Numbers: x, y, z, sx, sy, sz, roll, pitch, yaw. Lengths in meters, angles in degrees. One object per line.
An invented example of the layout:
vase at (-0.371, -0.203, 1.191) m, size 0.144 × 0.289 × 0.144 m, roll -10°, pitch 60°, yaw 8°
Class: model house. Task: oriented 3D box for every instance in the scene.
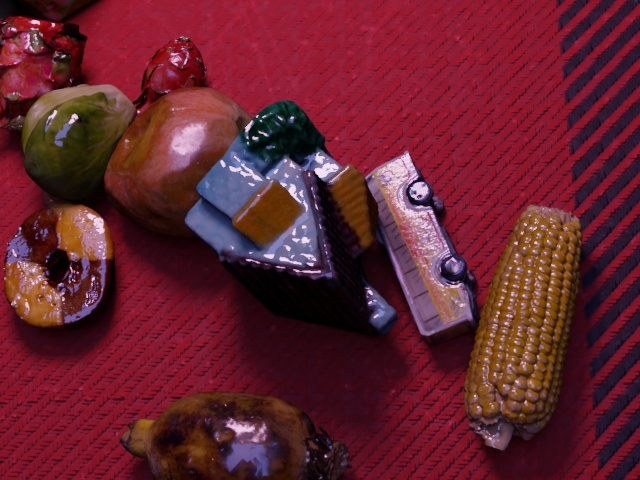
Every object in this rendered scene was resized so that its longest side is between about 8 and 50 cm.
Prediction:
model house at (0.000, 0.000, 1.542) m, size 0.249 × 0.280 × 0.230 m, roll 38°, pitch 85°, yaw 24°

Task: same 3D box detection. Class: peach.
peach at (-0.196, -0.097, 1.650) m, size 0.235 × 0.214 × 0.214 m, roll -26°, pitch 69°, yaw 17°

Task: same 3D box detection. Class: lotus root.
lotus root at (-0.119, 0.283, 1.537) m, size 0.314 × 0.141 × 0.169 m, roll 5°, pitch 67°, yaw 8°

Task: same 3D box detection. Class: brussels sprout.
brussels sprout at (-0.354, -0.149, 1.685) m, size 0.131 × 0.145 × 0.183 m, roll 13°, pitch 81°, yaw 57°

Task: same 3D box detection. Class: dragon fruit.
dragon fruit at (-0.240, -0.220, 1.771) m, size 0.094 × 0.094 × 0.190 m, roll 41°, pitch 100°, yaw 17°
dragon fruit at (-0.432, -0.247, 1.752) m, size 0.160 × 0.166 × 0.172 m, roll 2°, pitch 103°, yaw -33°

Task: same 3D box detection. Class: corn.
corn at (0.277, 0.115, 1.566) m, size 0.130 × 0.130 × 0.347 m, roll 15°, pitch 72°, yaw 11°

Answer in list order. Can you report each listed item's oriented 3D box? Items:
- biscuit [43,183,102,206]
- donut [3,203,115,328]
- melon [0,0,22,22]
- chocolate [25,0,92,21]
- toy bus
biscuit at (-0.377, -0.082, 1.760) m, size 0.091 × 0.015 × 0.078 m, roll -40°, pitch 72°, yaw -9°
donut at (-0.371, 0.043, 1.685) m, size 0.166 × 0.073 × 0.184 m, roll -11°, pitch 71°, yaw 1°
melon at (-0.517, -0.343, 1.825) m, size 0.098 × 0.098 × 0.130 m, roll -5°, pitch 75°, yaw 4°
chocolate at (-0.496, -0.495, 1.782) m, size 0.301 × 0.289 × 0.137 m, roll 41°, pitch 90°, yaw 17°
toy bus at (0.142, 0.011, 1.641) m, size 0.106 × 0.092 × 0.268 m, roll -24°, pitch 70°, yaw 7°
